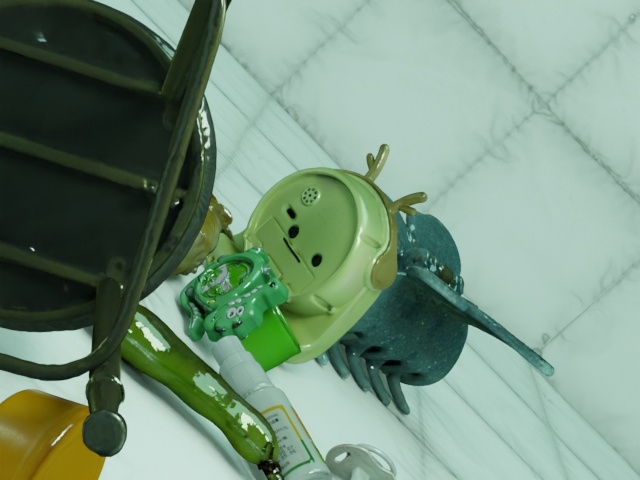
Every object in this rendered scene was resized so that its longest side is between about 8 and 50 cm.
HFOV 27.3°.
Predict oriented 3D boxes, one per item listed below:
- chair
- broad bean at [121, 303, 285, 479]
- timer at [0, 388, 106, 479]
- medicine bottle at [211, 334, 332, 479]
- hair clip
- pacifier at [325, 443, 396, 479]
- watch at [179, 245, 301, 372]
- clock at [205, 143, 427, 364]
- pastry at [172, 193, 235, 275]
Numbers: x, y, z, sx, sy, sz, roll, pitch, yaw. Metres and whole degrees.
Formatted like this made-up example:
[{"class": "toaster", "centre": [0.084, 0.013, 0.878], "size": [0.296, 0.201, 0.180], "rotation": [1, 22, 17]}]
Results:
[{"class": "chair", "centre": [-0.240, -0.083, 0.974], "size": [0.365, 0.361, 0.410], "rotation": [16, -3, 1]}, {"class": "broad bean", "centre": [-0.137, 0.150, 1.393], "size": [0.325, 0.067, 0.075], "rotation": [42, 32, -5]}, {"class": "timer", "centre": [-0.247, 0.147, 0.932], "size": [0.152, 0.132, 0.132], "rotation": [26, 6, 14]}, {"class": "medicine bottle", "centre": [-0.062, 0.206, 1.489], "size": [0.220, 0.061, 0.092], "rotation": [56, -28, 37]}, {"class": "hair clip", "centre": [0.126, 0.110, 2.087], "size": [0.318, 0.238, 0.392], "rotation": [34, 17, -46]}, {"class": "pacifier", "centre": [0.049, 0.293, 1.612], "size": [0.099, 0.081, 0.078], "rotation": [44, 39, -12]}, {"class": "watch", "centre": [-0.090, 0.108, 1.658], "size": [0.152, 0.131, 0.165], "rotation": [62, -4, -35]}, {"class": "clock", "centre": [0.000, 0.000, 1.814], "size": [0.096, 0.308, 0.235], "rotation": [35, 15, -50]}, {"class": "pastry", "centre": [-0.226, -0.072, 1.701], "size": [0.257, 0.121, 0.235], "rotation": [41, 13, -23]}]
